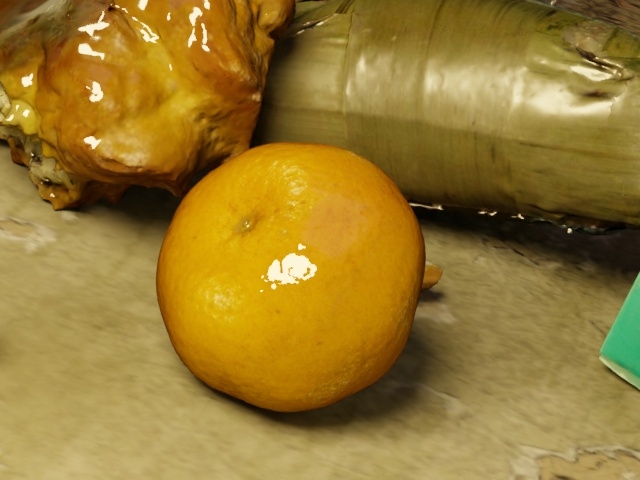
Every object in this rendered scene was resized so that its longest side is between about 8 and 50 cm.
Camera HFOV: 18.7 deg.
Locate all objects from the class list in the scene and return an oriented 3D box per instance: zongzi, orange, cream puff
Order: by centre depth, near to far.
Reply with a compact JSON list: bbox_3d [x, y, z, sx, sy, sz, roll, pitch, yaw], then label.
[{"bbox_3d":[-0.014,0.024,1.098,0.159,0.159,0.136,43,-6,42],"label":"orange"},{"bbox_3d":[-0.129,-0.126,1.242,0.155,0.241,0.269,52,21,-37],"label":"cream puff"},{"bbox_3d":[0.150,-0.107,1.429,0.323,0.160,0.360,13,14,19],"label":"zongzi"}]

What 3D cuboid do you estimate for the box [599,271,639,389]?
[{"bbox_3d":[0.318,-0.046,1.246,0.118,0.311,0.205,31,28,17],"label":"box"}]

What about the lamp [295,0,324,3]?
[{"bbox_3d":[-0.099,-0.269,1.540,0.274,0.177,0.177,47,33,12],"label":"lamp"}]

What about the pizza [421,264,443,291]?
[{"bbox_3d":[0.000,-0.001,1.273,0.160,0.036,0.099,14,25,-9],"label":"pizza"}]
